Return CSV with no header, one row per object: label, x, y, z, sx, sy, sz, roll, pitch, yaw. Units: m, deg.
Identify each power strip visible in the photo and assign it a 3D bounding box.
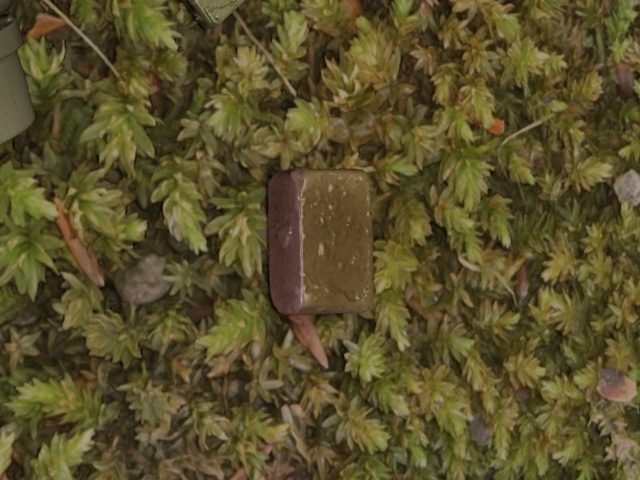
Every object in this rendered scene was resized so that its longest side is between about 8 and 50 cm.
power strip,-0.097,-0.335,1.969,0.192,0.035,0.081,-47,112,-22

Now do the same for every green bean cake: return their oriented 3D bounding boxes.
green bean cake,0.000,0.000,1.995,0.109,0.085,0.179,-3,92,-32

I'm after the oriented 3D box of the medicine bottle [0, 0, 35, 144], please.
medicine bottle,-0.425,-0.237,1.652,0.245,0.245,0.306,-25,110,-28
